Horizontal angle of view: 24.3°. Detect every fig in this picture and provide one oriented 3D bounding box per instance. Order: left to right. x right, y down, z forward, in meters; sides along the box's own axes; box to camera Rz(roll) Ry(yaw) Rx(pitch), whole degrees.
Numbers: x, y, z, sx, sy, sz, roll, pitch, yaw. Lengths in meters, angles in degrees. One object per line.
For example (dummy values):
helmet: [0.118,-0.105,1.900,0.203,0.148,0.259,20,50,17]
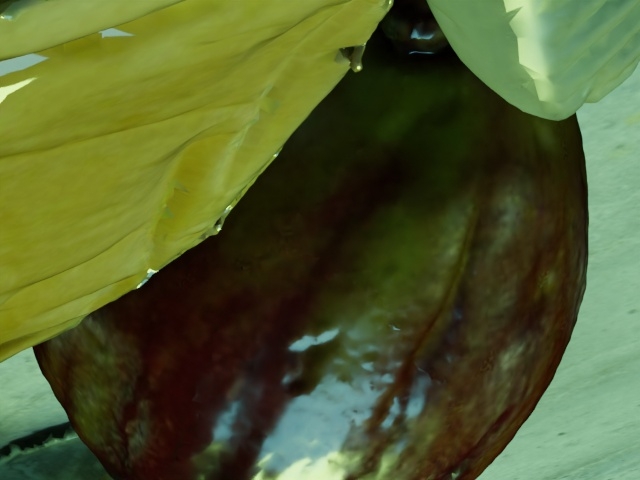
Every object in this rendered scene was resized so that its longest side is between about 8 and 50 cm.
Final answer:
fig: [-0.002,0.008,0.630,0.263,0.224,0.224,-26,151,25]

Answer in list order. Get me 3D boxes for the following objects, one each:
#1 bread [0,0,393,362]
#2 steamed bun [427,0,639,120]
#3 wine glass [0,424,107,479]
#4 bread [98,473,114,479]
bread: [-0.116,-0.066,0.430,0.204,0.156,0.288,-24,169,-22]
steamed bun: [0.070,-0.167,0.384,0.211,0.144,0.218,-43,141,-4]
wine glass: [-0.136,0.309,1.085,0.238,0.323,0.238,-6,154,-3]
bread: [-0.030,0.098,0.845,0.192,0.171,0.314,-29,175,-9]
